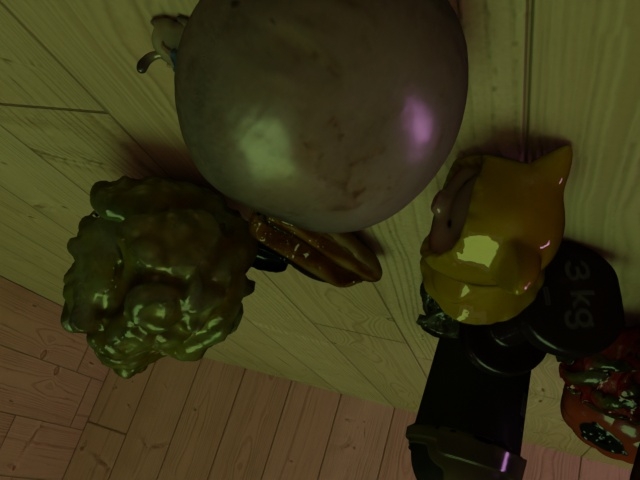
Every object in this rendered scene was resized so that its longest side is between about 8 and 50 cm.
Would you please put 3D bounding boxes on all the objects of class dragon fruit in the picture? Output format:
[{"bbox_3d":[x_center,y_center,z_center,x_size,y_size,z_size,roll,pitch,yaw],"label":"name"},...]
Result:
[{"bbox_3d":[0.443,0.188,0.850,0.167,0.160,0.172,-11,-161,-39],"label":"dragon fruit"}]

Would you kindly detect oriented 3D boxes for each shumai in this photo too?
[{"bbox_3d":[0.200,0.110,0.910,0.099,0.087,0.123,20,158,-2],"label":"shumai"}]

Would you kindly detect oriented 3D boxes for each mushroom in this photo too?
[{"bbox_3d":[0.008,-0.110,0.418,0.207,0.209,0.206,4,118,7],"label":"mushroom"}]

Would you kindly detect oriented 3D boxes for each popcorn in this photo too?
[{"bbox_3d":[-0.240,0.048,0.842,0.275,0.278,0.335,-18,176,-30],"label":"popcorn"}]

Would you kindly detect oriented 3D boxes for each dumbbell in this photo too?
[{"bbox_3d":[0.272,0.097,0.746,0.124,0.140,0.225,3,161,-6],"label":"dumbbell"}]

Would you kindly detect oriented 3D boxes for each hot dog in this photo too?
[{"bbox_3d":[0.000,0.000,0.821,0.100,0.068,0.250,-16,146,35],"label":"hot dog"}]

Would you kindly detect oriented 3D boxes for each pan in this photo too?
[{"bbox_3d":[-0.067,0.030,0.987,0.212,0.040,0.115,14,160,31],"label":"pan"}]

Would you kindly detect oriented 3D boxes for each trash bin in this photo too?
[{"bbox_3d":[0.273,0.327,1.057,0.214,0.333,0.214,14,160,5],"label":"trash bin"}]

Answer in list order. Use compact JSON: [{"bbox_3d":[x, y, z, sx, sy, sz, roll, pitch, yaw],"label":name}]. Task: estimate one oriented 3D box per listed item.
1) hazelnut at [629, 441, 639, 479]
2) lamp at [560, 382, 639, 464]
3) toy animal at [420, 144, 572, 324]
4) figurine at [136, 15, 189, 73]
[{"bbox_3d":[0.558,0.271,0.625,0.430,0.401,0.402,-18,163,-12],"label":"hazelnut"},{"bbox_3d":[0.515,0.278,0.985,0.188,0.164,0.187,33,153,20],"label":"lamp"},{"bbox_3d":[0.172,0.007,0.588,0.156,0.155,0.229,15,161,7],"label":"toy animal"},{"bbox_3d":[-0.121,-0.167,0.520,0.083,0.050,0.047,10,164,21],"label":"figurine"}]
